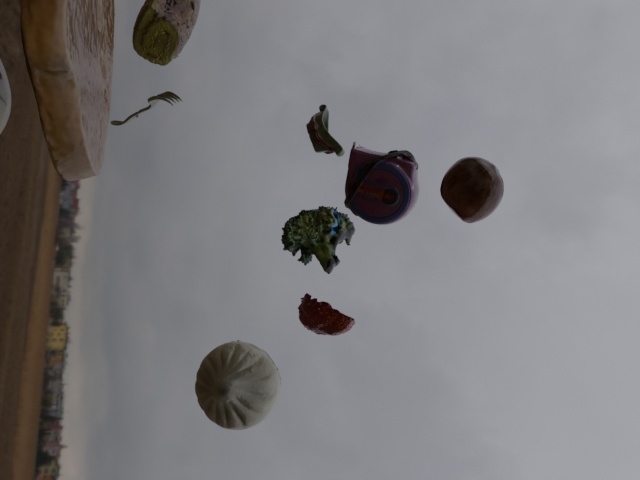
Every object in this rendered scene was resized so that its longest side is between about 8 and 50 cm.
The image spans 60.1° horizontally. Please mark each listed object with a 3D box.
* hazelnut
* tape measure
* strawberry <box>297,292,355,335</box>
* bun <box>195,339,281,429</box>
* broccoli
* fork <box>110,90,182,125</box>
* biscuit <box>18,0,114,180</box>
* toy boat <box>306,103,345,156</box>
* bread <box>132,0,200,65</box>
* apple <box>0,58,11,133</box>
[{"bbox_3d":[0.199,-0.068,0.721,0.086,0.086,0.086,-175,-90,-65],"label":"hazelnut"},{"bbox_3d":[0.099,-0.089,0.881,0.074,0.118,0.125,-34,138,-64],"label":"tape measure"},{"bbox_3d":[0.017,0.195,1.366,0.187,0.147,0.082,3,-113,55],"label":"strawberry"},{"bbox_3d":[-0.135,0.227,0.854,0.094,0.138,0.138,17,76,-79],"label":"bun"},{"bbox_3d":[0.000,0.000,1.252,0.154,0.167,0.160,-43,-123,17],"label":"broccoli"},{"bbox_3d":[-0.322,-0.238,1.000,0.220,0.034,0.028,-3,-57,44],"label":"fork"},{"bbox_3d":[-0.300,-0.280,0.666,0.365,0.062,0.384,120,-32,-62],"label":"biscuit"},{"bbox_3d":[0.007,-0.279,1.444,0.089,0.071,0.185,55,15,-55],"label":"toy boat"},{"bbox_3d":[-0.308,-0.453,1.127,0.132,0.103,0.172,-47,-154,46],"label":"bread"},{"bbox_3d":[-0.536,-0.201,0.698,0.234,0.257,0.256,-113,-144,-58],"label":"apple"}]
